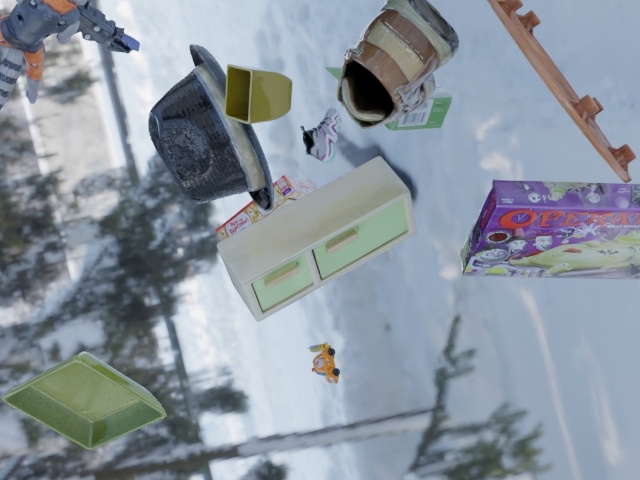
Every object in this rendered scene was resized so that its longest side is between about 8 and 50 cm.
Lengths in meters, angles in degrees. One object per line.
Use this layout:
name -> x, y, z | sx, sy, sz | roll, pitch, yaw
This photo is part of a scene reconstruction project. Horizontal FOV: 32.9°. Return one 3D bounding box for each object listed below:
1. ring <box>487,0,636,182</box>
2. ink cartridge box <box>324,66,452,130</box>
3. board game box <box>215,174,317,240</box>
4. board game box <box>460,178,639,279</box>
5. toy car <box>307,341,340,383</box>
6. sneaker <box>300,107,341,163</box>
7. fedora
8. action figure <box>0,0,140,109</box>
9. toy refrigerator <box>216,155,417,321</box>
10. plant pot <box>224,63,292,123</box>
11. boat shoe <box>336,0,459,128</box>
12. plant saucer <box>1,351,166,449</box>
ring -> 0.274, -0.211, 1.280 | 0.336, 0.032, 0.336 | 47, -161, -22
ink cartridge box -> 0.110, -0.262, 1.801 | 0.209, 0.109, 0.062 | 49, 134, 39
board game box -> -0.108, -0.058, 2.285 | 0.045, 0.193, 0.147 | 57, -163, 14
board game box -> 0.379, -0.010, 1.462 | 0.208, 0.346, 0.056 | 99, 171, -58
toy car -> 0.002, 0.190, 1.665 | 0.122, 0.040, 0.060 | 159, 100, -83
sneaker -> -0.004, -0.180, 1.766 | 0.038, 0.069, 0.098 | -23, 56, 51
fedora -> -0.207, -0.171, 1.905 | 0.334, 0.152, 0.334 | 60, 171, 16
action figure -> -0.520, -0.387, 2.090 | 0.330, 0.341, 0.178 | -46, 34, 31
toy refrigerator -> 0.000, 0.000, 1.539 | 0.094, 0.269, 0.102 | 54, 167, 37
plant pot -> -0.089, -0.222, 1.640 | 0.081, 0.083, 0.081 | 25, 114, 55
boat shoe -> 0.069, -0.201, 1.325 | 0.122, 0.120, 0.324 | 43, 171, 4
plant saucer -> -0.366, 0.243, 1.698 | 0.188, 0.188, 0.045 | 40, -142, -34
